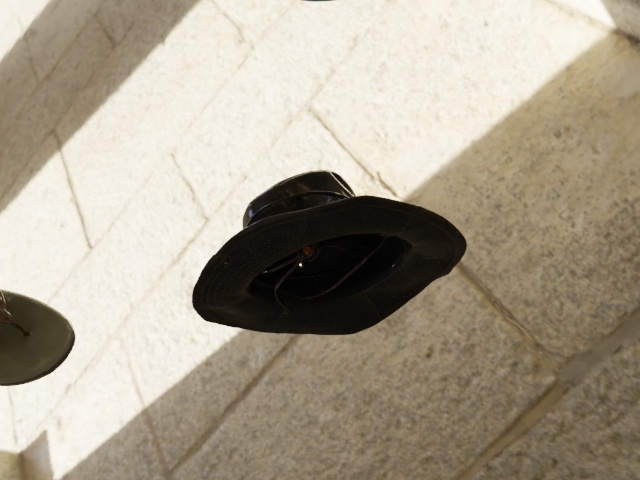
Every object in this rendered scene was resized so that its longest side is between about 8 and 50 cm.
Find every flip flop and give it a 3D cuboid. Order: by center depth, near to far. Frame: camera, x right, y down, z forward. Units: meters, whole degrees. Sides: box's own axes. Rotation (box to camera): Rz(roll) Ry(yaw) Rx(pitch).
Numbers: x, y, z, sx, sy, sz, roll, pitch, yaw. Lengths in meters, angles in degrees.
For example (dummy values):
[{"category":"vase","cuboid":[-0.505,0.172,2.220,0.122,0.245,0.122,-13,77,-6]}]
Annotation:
[{"category":"flip flop","cuboid":[-0.411,0.070,0.804,0.112,0.277,0.080,-60,1,-27]}]

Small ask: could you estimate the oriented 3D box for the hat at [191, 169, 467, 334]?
[{"category":"hat","cuboid":[0.000,0.000,0.875,0.331,0.331,0.134,-33,56,25]}]
